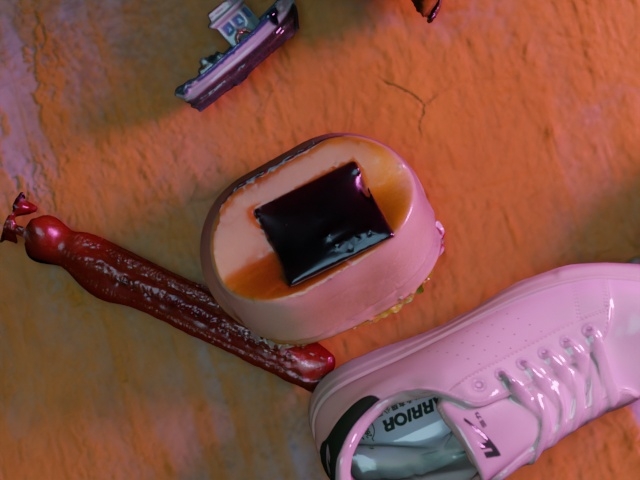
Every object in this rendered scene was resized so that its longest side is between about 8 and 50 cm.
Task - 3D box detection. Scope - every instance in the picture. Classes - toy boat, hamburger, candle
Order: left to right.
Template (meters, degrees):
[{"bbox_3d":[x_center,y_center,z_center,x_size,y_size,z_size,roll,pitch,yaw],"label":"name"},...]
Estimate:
[{"bbox_3d":[-0.139,0.052,1.611,0.329,0.048,0.051,26,130,7],"label":"candle"},{"bbox_3d":[-0.080,-0.179,1.608,0.140,0.059,0.066,-40,101,1],"label":"toy boat"},{"bbox_3d":[0.000,0.000,1.561,0.210,0.116,0.173,-31,73,-5],"label":"hamburger"}]

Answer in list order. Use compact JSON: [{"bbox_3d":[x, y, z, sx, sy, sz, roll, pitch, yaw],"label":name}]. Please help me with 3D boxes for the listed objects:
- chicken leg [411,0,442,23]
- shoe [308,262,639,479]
[{"bbox_3d":[0.067,-0.346,1.574,0.409,0.182,0.295,-32,93,-12],"label":"chicken leg"},{"bbox_3d":[0.163,0.128,1.504,0.363,0.160,0.132,-19,109,6],"label":"shoe"}]
